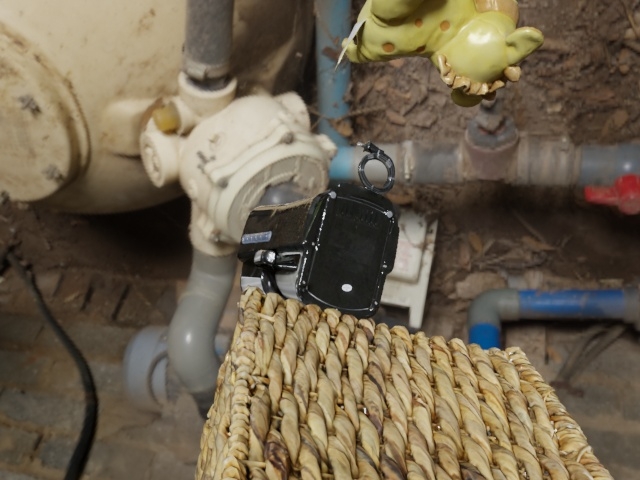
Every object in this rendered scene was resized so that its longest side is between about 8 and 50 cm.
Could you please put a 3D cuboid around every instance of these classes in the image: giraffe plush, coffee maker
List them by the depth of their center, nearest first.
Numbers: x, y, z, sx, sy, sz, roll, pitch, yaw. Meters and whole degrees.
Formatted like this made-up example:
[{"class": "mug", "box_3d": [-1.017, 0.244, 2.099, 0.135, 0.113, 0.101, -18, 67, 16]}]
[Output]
[{"class": "giraffe plush", "box_3d": [0.134, -0.227, 0.798, 0.171, 0.181, 0.210, 27, 92, -9]}, {"class": "coffee maker", "box_3d": [0.000, 0.000, 0.833, 0.120, 0.171, 0.178, 42, 161, -20]}]

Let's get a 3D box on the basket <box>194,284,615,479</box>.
[{"class": "basket", "box_3d": [0.029, 0.187, 0.461, 0.223, 0.299, 0.213, 15, 104, -8]}]
